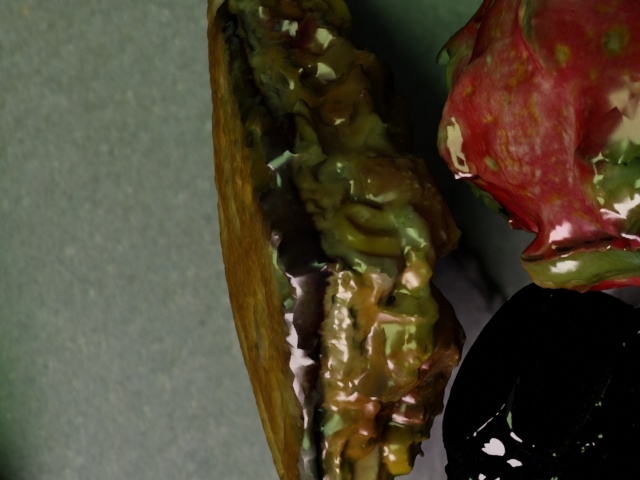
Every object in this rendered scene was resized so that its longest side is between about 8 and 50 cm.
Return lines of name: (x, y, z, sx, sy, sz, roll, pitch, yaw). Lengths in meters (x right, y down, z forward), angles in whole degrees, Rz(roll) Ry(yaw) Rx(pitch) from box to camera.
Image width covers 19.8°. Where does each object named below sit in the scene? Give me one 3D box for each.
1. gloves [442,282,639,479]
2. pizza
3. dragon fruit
gloves: (0.163, 0.120, 1.004, 0.203, 0.124, 0.164, 27, 101, -19)
pizza: (0.000, 0.000, 1.052, 0.278, 0.114, 0.408, 138, 120, -73)
dragon fruit: (0.189, -0.078, 0.915, 0.303, 0.237, 0.231, -22, 70, 43)
